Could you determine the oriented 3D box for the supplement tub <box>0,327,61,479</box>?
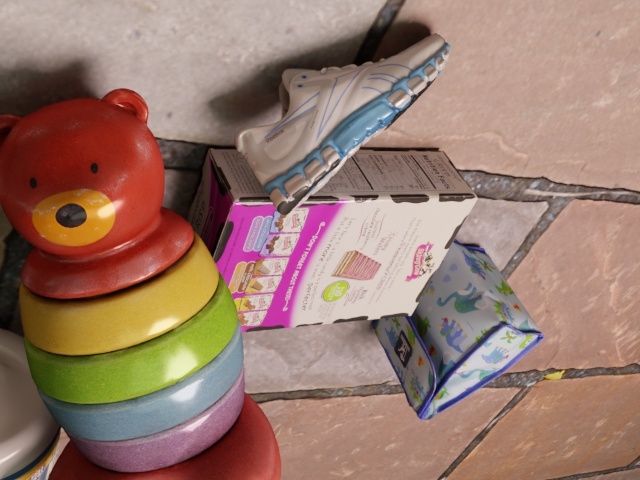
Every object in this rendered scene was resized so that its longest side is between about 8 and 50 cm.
[{"bbox_3d":[-0.294,0.182,0.717,0.145,0.144,0.199,-6,137,-27],"label":"supplement tub"}]

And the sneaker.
[{"bbox_3d":[0.016,-0.109,0.642,0.191,0.083,0.071,-41,175,-19],"label":"sneaker"}]

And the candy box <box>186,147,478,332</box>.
[{"bbox_3d":[0.000,0.000,0.751,0.234,0.071,0.159,-2,135,-29],"label":"candy box"}]

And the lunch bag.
[{"bbox_3d":[0.127,0.092,0.890,0.096,0.128,0.151,17,126,-41],"label":"lunch bag"}]

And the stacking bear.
[{"bbox_3d":[-0.141,0.041,0.606,0.176,0.164,0.288,-10,115,2],"label":"stacking bear"}]
